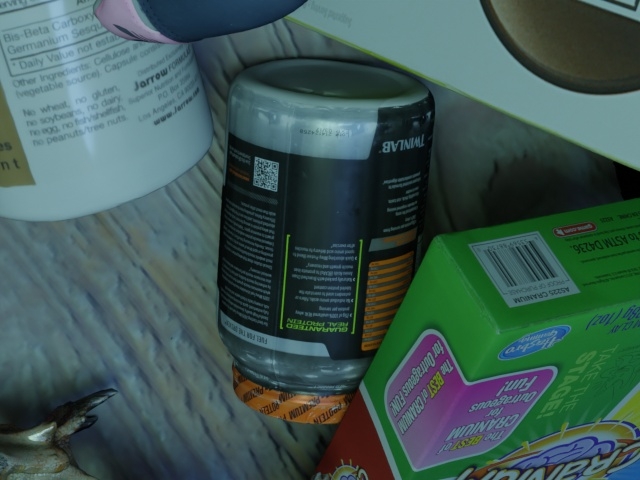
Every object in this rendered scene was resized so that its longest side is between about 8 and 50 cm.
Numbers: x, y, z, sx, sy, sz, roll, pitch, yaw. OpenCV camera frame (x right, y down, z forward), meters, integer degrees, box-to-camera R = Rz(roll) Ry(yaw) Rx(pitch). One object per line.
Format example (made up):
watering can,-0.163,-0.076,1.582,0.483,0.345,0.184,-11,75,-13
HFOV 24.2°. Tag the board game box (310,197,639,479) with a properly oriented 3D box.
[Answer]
board game box,0.125,0.104,0.874,0.242,0.064,0.316,-10,143,-29

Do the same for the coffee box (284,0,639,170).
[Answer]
coffee box,0.193,-0.201,0.683,0.338,0.338,0.334,8,106,-46

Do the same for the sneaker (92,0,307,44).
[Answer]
sneaker,-0.069,-0.235,0.626,0.112,0.131,0.319,11,66,-49

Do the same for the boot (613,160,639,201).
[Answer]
boot,0.288,-0.130,0.939,0.207,0.094,0.246,-11,119,-24

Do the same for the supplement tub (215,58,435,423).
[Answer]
supplement tub,0.000,0.000,0.851,0.117,0.117,0.190,-3,111,-23

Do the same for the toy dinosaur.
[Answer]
toy dinosaur,-0.105,0.194,0.861,0.127,0.200,0.295,-46,144,-37

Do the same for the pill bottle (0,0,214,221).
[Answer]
pill bottle,-0.141,-0.137,0.728,0.131,0.131,0.229,-21,116,-15
